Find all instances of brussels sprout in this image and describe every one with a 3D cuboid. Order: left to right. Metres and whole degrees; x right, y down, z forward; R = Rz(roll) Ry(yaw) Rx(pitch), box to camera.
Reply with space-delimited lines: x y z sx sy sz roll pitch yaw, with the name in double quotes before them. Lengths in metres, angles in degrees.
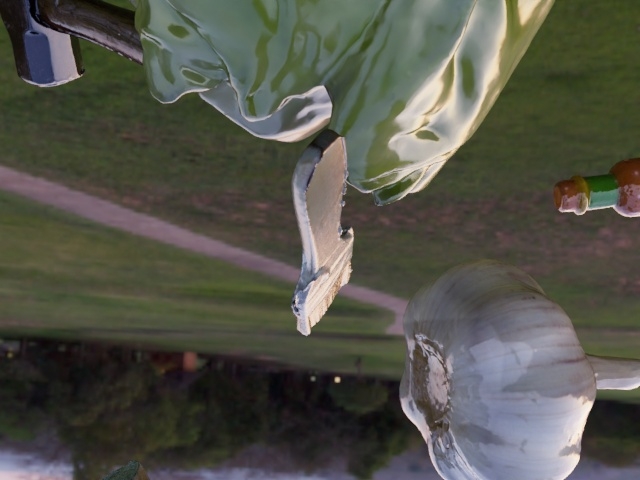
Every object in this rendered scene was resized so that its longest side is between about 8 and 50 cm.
"brussels sprout" 0.024 -0.276 0.758 0.425 0.342 0.361 32 120 -24

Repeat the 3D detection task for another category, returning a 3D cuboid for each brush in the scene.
"brush" 0.000 0.000 0.727 0.020 0.085 0.336 34 164 11

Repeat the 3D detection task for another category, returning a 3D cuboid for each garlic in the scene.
"garlic" 0.187 0.111 0.807 0.226 0.199 0.199 -2 170 -19

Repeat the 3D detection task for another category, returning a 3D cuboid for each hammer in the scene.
"hammer" -0.280 -0.274 1.223 0.095 0.242 0.409 -26 -141 -34

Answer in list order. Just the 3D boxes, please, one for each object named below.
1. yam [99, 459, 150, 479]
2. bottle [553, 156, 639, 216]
"yam" -0.156 0.346 1.000 0.093 0.259 0.093 -27 -165 8
"bottle" 0.351 -0.060 1.096 0.187 0.069 0.069 -6 168 -8
